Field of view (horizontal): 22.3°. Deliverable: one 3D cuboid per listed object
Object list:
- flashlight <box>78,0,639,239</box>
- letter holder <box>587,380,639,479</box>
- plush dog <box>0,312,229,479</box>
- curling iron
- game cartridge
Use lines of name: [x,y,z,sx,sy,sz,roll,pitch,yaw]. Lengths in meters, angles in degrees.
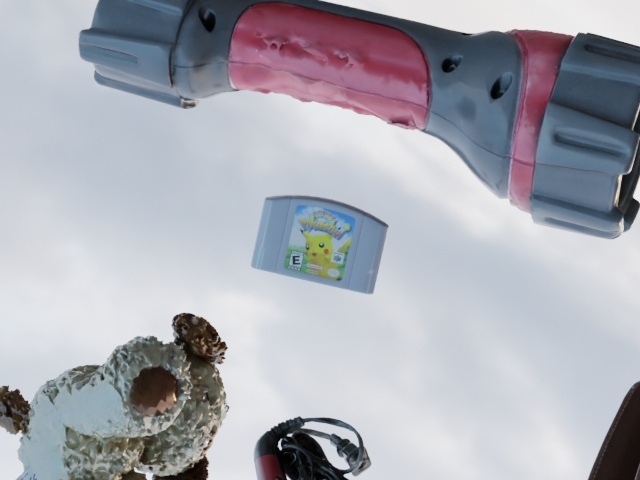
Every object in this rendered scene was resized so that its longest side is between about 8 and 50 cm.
flashlight: [0.022,-0.082,0.844,0.304,0.103,0.103,14,165,16]
letter holder: [0.323,0.226,1.351,0.214,0.152,0.302,15,-123,15]
plush dog: [-0.188,0.187,1.639,0.210,0.262,0.225,22,-160,36]
curling iron: [0.005,0.204,0.895,0.274,0.068,0.035,-98,-6,-45]
game cartridge: [0.000,0.000,1.056,0.083,0.056,0.017,12,-171,2]
